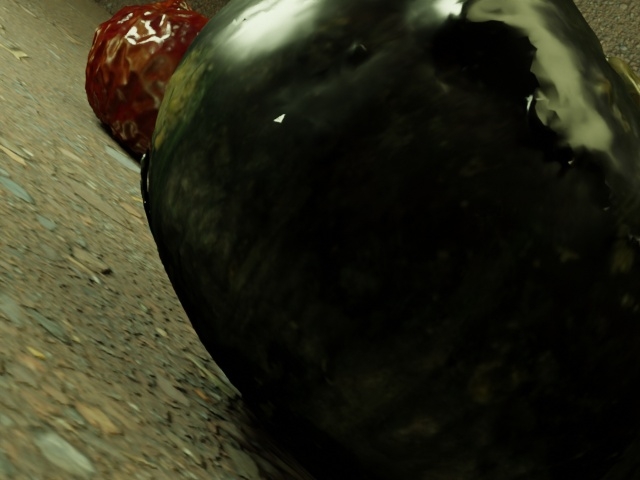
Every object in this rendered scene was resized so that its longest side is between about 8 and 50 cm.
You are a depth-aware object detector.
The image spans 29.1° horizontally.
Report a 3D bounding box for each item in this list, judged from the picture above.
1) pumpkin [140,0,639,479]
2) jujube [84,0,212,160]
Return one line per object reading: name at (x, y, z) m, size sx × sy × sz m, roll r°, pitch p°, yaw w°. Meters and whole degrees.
pumpkin at (0.087, 0.001, 0.856) m, size 0.454 × 0.344 × 0.454 m, roll 46°, pitch 16°, yaw -17°
jujube at (-0.187, -0.193, 1.529) m, size 0.213 × 0.213 × 0.232 m, roll 35°, pitch 1°, yaw -29°
